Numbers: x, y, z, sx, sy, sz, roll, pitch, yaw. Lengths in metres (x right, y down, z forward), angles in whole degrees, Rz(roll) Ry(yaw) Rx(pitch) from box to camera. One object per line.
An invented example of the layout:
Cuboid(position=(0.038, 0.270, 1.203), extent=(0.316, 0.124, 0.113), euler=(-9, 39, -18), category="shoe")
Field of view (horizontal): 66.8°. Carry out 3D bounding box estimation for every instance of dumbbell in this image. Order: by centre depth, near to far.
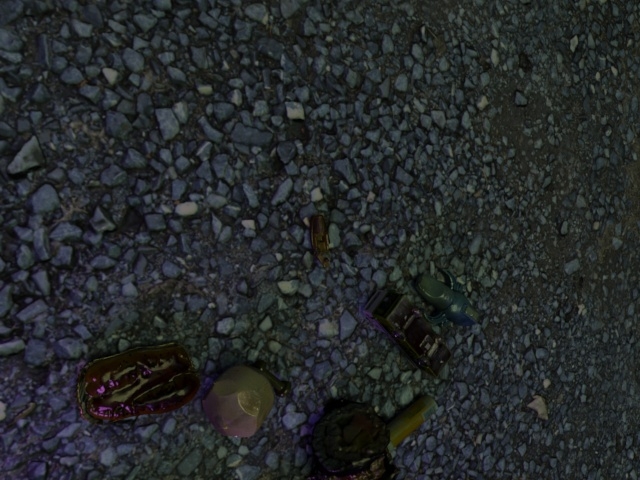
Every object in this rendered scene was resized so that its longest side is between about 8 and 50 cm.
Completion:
Cuboid(position=(-0.129, 0.361, 1.268), extent=(0.118, 0.052, 0.046), euler=(45, 60, -20), category="dumbbell")

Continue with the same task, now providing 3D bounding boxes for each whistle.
Cuboid(position=(0.397, 0.194, 1.522), extent=(0.269, 0.093, 0.180), euler=(36, 69, -17), category="whistle")

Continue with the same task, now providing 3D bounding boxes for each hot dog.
Cuboid(position=(-0.410, 0.326, 1.109), extent=(0.271, 0.082, 0.162), euler=(-7, 93, -26), category="hot dog")

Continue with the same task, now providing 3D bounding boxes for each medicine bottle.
Cuboid(position=(0.257, 0.551, 1.461), extent=(0.218, 0.074, 0.073), euler=(-28, 103, -26), category="medicine bottle")

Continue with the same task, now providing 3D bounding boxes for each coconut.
Cuboid(position=(-0.201, 0.389, 1.165), extent=(0.162, 0.161, 0.160), euler=(-31, 107, -57), category="coconut")

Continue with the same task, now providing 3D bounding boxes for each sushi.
Cuboid(position=(0.089, 0.578, 1.306), extent=(0.239, 0.225, 0.218), euler=(-13, 116, 15), category="sushi")

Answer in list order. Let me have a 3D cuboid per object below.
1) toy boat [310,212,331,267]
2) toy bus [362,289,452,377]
Cuboid(position=(0.000, 0.000, 1.329), extent=(0.047, 0.049, 0.149), euler=(-12, 97, -27), category="toy boat")
Cuboid(position=(0.259, 0.273, 1.423), extent=(0.113, 0.139, 0.301), euler=(-49, 119, -17), category="toy bus")
